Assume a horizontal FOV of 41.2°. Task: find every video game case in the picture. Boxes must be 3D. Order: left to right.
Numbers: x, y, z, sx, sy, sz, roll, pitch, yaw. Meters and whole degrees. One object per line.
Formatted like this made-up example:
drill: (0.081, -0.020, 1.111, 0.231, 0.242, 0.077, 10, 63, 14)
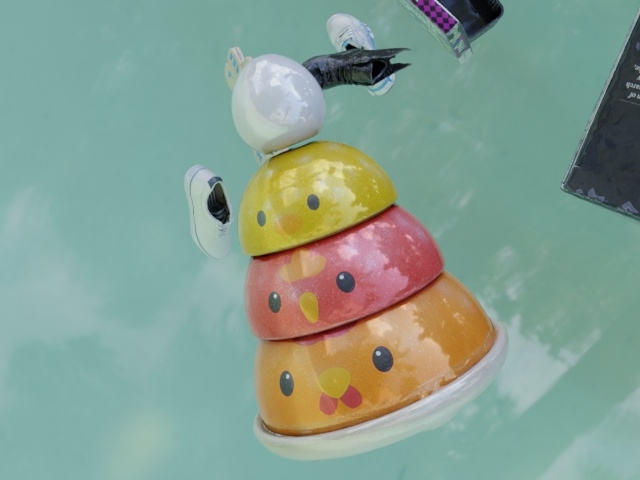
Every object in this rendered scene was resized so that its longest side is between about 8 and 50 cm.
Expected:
video game case: (0.211, -0.478, 1.758, 0.232, 0.042, 0.210, 47, 10, 15)

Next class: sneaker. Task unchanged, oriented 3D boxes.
sneaker: (-0.239, -0.046, 1.903, 0.094, 0.258, 0.091, -38, 48, -25)
sneaker: (0.049, -0.260, 1.295, 0.170, 0.051, 0.089, -25, 32, -26)
sneaker: (0.058, -0.338, 1.476, 0.083, 0.071, 0.191, 24, 28, -55)

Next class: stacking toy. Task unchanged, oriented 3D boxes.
stacking toy: (0.000, 0.000, 1.080, 0.350, 0.350, 0.480, -32, 101, -50)

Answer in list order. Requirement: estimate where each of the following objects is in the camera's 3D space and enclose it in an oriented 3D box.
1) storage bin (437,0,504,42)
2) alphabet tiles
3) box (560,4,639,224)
storage bin: (0.333, -0.565, 2.014, 0.180, 0.122, 0.084, 54, 0, 1)
alphabet tiles: (-0.133, -0.265, 1.812, 0.021, 0.278, 0.284, -23, 81, -16)
box: (0.708, -0.211, 1.430, 0.297, 0.472, 0.479, 30, 11, 40)
